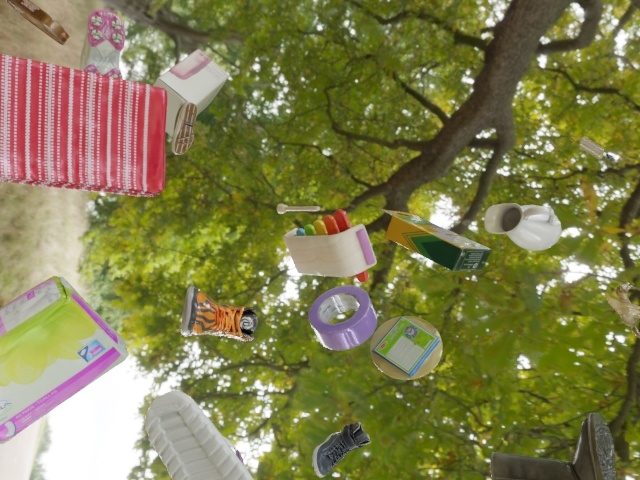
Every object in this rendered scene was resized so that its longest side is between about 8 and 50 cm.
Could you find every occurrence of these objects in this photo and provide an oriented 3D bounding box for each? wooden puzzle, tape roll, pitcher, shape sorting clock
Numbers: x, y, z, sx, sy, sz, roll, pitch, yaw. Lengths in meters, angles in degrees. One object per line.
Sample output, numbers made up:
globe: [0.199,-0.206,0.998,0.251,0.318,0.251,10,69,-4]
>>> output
wooden puzzle: [0.735,-0.251,1.353,0.116,0.079,0.014,41,-46,16]
tape roll: [0.066,0.224,1.459,0.189,0.080,0.189,-17,-147,12]
pitcher: [0.581,-0.045,1.350,0.178,0.207,0.125,-11,-111,55]
shape sorting clock: [0.248,0.309,1.442,0.040,0.207,0.206,75,5,-50]

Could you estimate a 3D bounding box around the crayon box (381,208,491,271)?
crayon box: [0.362,-0.002,1.630,0.323,0.203,0.083,31,-71,39]

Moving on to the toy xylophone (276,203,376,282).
toy xylophone: [0.000,0.000,1.334,0.323,0.081,0.236,10,-57,50]

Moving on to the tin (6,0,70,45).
tin: [-0.772,-0.609,1.359,0.040,0.190,0.106,-54,180,-12]

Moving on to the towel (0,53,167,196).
towel: [-0.393,-0.181,0.821,0.031,0.275,0.198,7,-87,58]

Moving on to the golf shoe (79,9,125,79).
golf shoe: [-0.619,-0.476,1.395,0.140,0.115,0.305,6,-95,56]

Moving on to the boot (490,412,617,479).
boot: [0.416,0.406,0.906,0.209,0.076,0.189,-15,-114,49]

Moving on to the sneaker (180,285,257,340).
sneaker: [-0.252,0.194,1.289,0.321,0.180,0.124,122,-24,-80]

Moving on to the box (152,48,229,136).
box: [-0.406,-0.447,1.499,0.149,0.127,0.232,-37,-162,41]

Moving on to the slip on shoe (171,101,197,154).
slip on shoe: [-0.346,-0.280,1.243,0.041,0.052,0.135,11,-91,40]

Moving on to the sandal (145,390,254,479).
sandal: [-0.230,0.510,1.075,0.170,0.102,0.416,-32,-108,-1]

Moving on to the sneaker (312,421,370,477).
sneaker: [0.075,0.697,1.677,0.164,0.226,0.086,-31,-92,25]

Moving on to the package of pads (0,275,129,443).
package of pads: [-0.566,0.230,0.962,0.297,0.229,0.101,-36,-135,-16]

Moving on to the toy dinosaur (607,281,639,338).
toy dinosaur: [0.540,0.133,0.865,0.093,0.183,0.053,39,-59,14]
